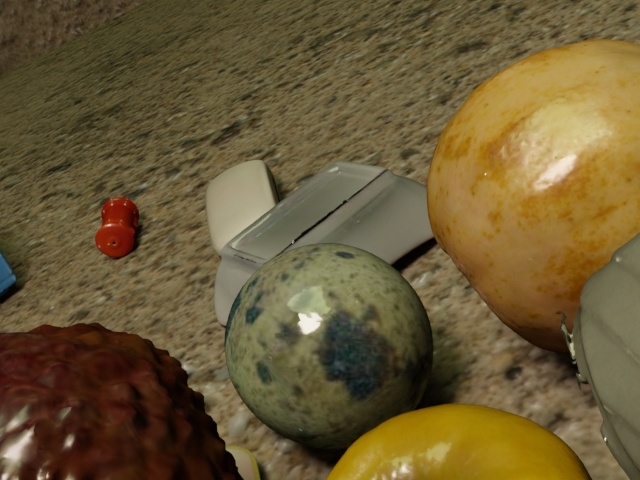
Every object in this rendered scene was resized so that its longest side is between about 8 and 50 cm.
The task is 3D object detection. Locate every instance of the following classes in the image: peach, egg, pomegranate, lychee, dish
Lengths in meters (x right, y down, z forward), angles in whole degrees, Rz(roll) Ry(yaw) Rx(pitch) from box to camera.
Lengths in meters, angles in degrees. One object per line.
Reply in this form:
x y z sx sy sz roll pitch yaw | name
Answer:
0.063 0.162 0.518 0.179 0.103 0.179 -20 28 11 | peach
0.002 0.071 0.717 0.141 0.141 0.181 -33 17 -10 | egg
0.172 -0.027 0.650 0.207 0.207 0.207 -22 26 11 | pomegranate
-0.147 0.176 0.529 0.260 0.261 0.260 -22 26 11 | lychee
0.000 0.000 0.918 0.212 0.077 0.151 -38 27 -20 | dish

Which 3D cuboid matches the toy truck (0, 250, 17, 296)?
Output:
-0.533 -0.001 1.350 0.161 0.162 0.385 -37 25 -19 | toy truck

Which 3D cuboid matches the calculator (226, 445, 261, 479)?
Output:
-0.136 0.218 0.697 0.236 0.033 0.157 -23 25 4 | calculator

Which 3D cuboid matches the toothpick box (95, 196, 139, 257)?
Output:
-0.244 -0.015 1.225 0.047 0.047 0.083 -25 26 7 | toothpick box

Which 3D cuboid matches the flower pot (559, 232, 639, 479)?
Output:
0.213 0.054 0.481 0.140 0.235 0.235 -37 17 33 | flower pot

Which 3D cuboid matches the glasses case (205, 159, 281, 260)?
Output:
-0.081 -0.034 1.092 0.081 0.051 0.204 -26 25 5 | glasses case
